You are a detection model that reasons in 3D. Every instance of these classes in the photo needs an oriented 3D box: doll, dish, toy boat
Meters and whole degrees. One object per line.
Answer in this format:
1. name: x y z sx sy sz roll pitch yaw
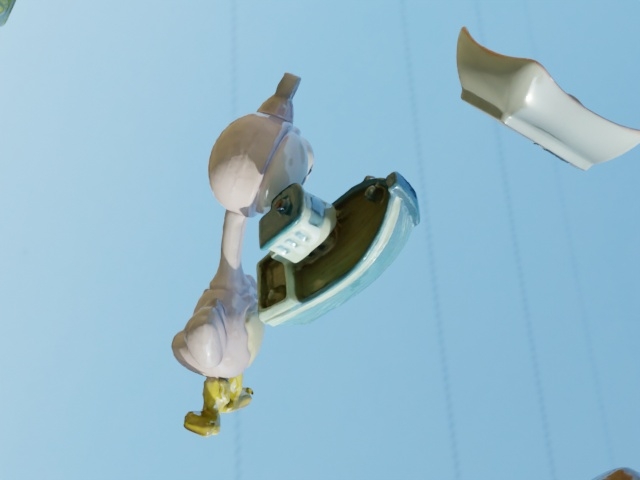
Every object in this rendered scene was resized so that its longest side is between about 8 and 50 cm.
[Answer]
1. doll: -0.077 0.009 1.516 0.160 0.094 0.365 -37 146 -70
2. dish: 0.244 -0.148 1.713 0.151 0.212 0.077 37 -80 52
3. toy boat: 0.000 0.000 1.384 0.215 0.102 0.088 -35 -136 34

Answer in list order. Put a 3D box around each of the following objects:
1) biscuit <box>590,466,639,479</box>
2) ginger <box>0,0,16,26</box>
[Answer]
1. biscuit: 0.087 0.267 0.949 0.046 0.359 0.359 45 -70 25
2. ginger: -0.288 -0.225 1.209 0.137 0.089 0.290 -11 -135 2
